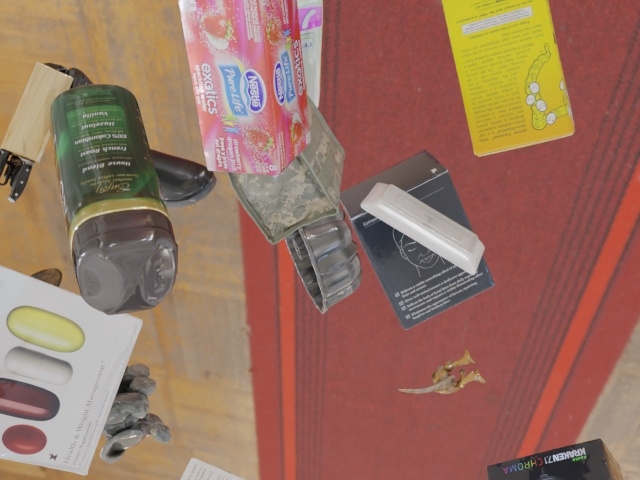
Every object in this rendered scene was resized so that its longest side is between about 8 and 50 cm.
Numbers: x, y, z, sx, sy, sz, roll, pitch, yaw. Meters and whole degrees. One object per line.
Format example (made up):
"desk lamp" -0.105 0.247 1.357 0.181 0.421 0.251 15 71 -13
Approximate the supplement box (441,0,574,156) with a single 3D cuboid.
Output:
"supplement box" 0.386 -0.368 1.610 0.195 0.194 0.357 -11 95 20

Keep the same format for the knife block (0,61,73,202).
"knife block" -0.664 -0.230 1.786 0.088 0.242 0.276 22 130 -26

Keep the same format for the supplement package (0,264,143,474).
"supplement package" -0.352 0.142 0.905 0.149 0.194 0.203 5 162 42

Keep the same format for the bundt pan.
"bundt pan" 0.000 0.000 1.858 0.124 0.331 0.331 -21 136 -9

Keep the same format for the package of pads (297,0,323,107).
"package of pads" -0.110 -0.361 1.536 0.229 0.101 0.296 -18 143 -17

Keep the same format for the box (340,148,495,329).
"box" 0.269 -0.003 2.237 0.293 0.212 0.395 -26 115 1

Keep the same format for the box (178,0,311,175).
"box" -0.100 -0.233 1.115 0.122 0.128 0.257 6 121 20

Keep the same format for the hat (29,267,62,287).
"hat" -0.462 0.198 1.274 0.134 0.331 0.331 33 137 -24

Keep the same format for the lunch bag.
"lunch bag" -0.086 -0.184 1.376 0.169 0.235 0.287 -26 114 18

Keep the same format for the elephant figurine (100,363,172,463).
"elephant figurine" -0.427 0.392 1.697 0.186 0.169 0.239 9 125 2

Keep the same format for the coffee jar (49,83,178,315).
"coffee jar" -0.169 -0.035 0.640 0.079 0.184 0.096 -10 142 -18

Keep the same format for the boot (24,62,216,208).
"boot" -0.525 -0.282 2.117 0.367 0.146 0.445 4 145 26

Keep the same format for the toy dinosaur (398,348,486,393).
"toy dinosaur" 0.211 0.238 1.323 0.112 0.064 0.211 -32 167 11

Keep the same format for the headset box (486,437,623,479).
"headset box" 0.471 0.563 1.520 0.246 0.283 0.131 -22 132 24

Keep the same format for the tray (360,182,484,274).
"tray" 0.220 -0.036 1.636 0.270 0.145 0.030 31 121 5

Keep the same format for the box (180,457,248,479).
"box" -0.210 0.503 1.341 0.119 0.182 0.181 22 137 3
